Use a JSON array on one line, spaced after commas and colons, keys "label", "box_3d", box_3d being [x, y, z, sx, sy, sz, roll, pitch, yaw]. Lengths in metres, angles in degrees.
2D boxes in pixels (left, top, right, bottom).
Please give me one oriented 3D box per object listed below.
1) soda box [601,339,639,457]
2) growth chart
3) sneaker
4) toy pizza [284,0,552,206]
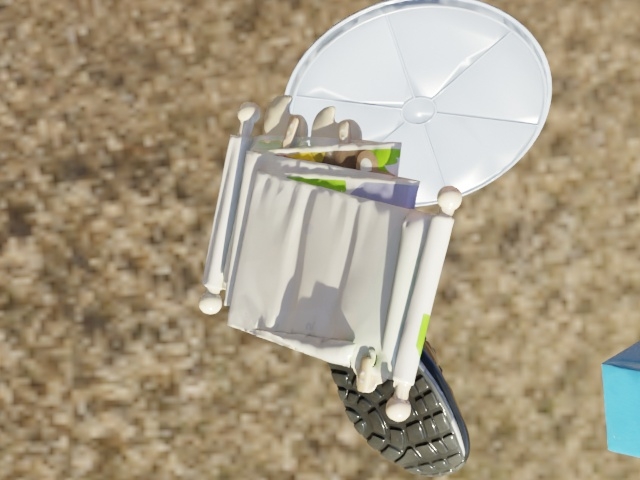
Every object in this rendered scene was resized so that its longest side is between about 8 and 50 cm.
[{"label": "soda box", "box_3d": [0.304, 0.123, 1.360, 0.067, 0.210, 0.071, -25, 115, -45]}, {"label": "growth chart", "box_3d": [0.000, 0.000, 1.272, 0.021, 0.237, 0.172, 13, 96, -42]}, {"label": "sneaker", "box_3d": [0.059, 0.065, 1.672, 0.283, 0.107, 0.124, 56, 46, -9]}, {"label": "toy pizza", "box_3d": [0.071, -0.105, 1.441, 0.201, 0.201, 0.032, 52, 19, -40]}]
